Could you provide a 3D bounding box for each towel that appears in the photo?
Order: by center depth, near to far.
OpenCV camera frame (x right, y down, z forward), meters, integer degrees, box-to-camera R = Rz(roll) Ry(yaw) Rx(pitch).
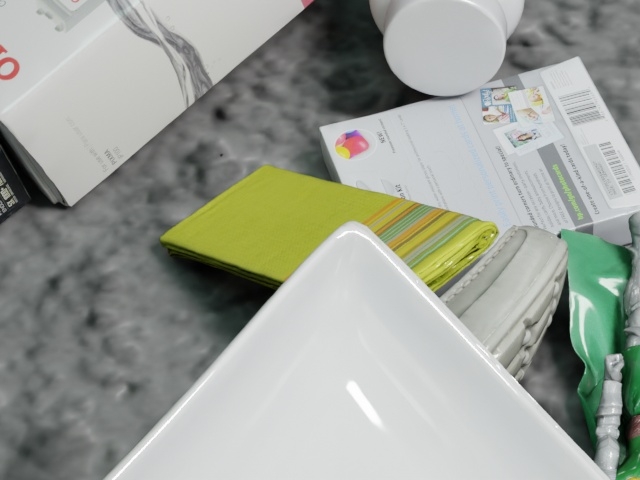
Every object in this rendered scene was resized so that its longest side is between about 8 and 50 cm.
[{"bbox_3d":[0.000,0.000,1.148,0.102,0.021,0.237,-34,28,-26],"label":"towel"}]

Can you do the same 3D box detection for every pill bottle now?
[{"bbox_3d":[0.088,-0.185,1.276,0.108,0.108,0.180,0,41,7],"label":"pill bottle"}]

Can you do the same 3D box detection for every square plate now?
[{"bbox_3d":[0.024,0.220,0.828,0.344,0.049,0.347,46,59,-4],"label":"square plate"}]

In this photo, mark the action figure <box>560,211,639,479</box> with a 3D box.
[{"bbox_3d":[0.202,0.092,1.082,0.137,0.063,0.232,8,56,3],"label":"action figure"}]

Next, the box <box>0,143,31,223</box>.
[{"bbox_3d":[-0.290,-0.096,1.235,0.077,0.147,0.180,-37,56,-13],"label":"box"}]

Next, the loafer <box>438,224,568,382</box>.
[{"bbox_3d":[0.028,0.098,1.064,0.111,0.112,0.319,34,62,20],"label":"loafer"}]

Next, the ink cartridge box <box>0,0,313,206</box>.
[{"bbox_3d":[-0.143,-0.192,1.280,0.283,0.117,0.207,-41,56,-8],"label":"ink cartridge box"}]

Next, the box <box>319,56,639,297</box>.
[{"bbox_3d":[0.108,-0.039,1.215,0.186,0.038,0.145,-15,50,-7],"label":"box"}]
